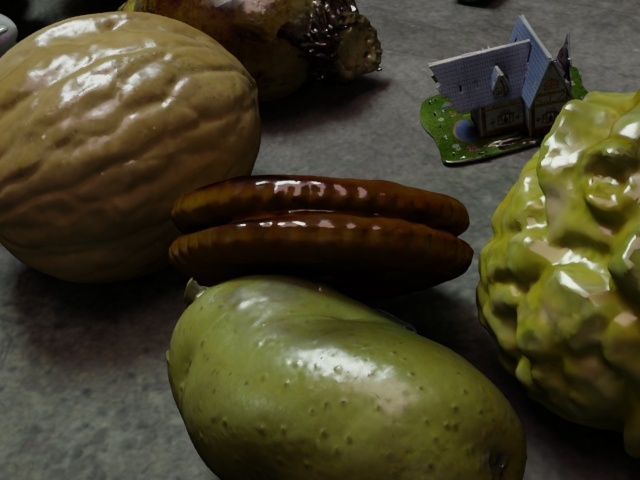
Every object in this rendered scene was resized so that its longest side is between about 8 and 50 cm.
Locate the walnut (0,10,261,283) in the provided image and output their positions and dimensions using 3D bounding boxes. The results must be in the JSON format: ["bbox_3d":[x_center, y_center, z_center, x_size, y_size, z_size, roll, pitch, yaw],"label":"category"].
[{"bbox_3d":[-0.170,-0.080,0.823,0.260,0.225,0.225,-25,43,-12],"label":"walnut"}]

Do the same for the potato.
[{"bbox_3d":[0.011,0.104,0.598,0.248,0.169,0.144,14,79,43],"label":"potato"}]

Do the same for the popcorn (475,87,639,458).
[{"bbox_3d":[0.228,0.011,0.624,0.259,0.212,0.259,-13,40,11],"label":"popcorn"}]

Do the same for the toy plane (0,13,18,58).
[{"bbox_3d":[-0.450,-0.183,1.071,0.252,0.118,0.252,-18,25,9],"label":"toy plane"}]

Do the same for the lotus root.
[{"bbox_3d":[-0.092,-0.227,1.010,0.314,0.141,0.169,11,49,25],"label":"lotus root"}]

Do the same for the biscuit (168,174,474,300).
[{"bbox_3d":[0.000,0.000,0.693,0.220,0.220,0.066,-2,78,11],"label":"biscuit"}]

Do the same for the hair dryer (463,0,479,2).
[{"bbox_3d":[0.135,-0.329,1.145,0.197,0.057,0.100,14,47,39],"label":"hair dryer"}]

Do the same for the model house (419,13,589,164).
[{"bbox_3d":[0.174,-0.150,0.898,0.166,0.088,0.117,-12,42,1],"label":"model house"}]
